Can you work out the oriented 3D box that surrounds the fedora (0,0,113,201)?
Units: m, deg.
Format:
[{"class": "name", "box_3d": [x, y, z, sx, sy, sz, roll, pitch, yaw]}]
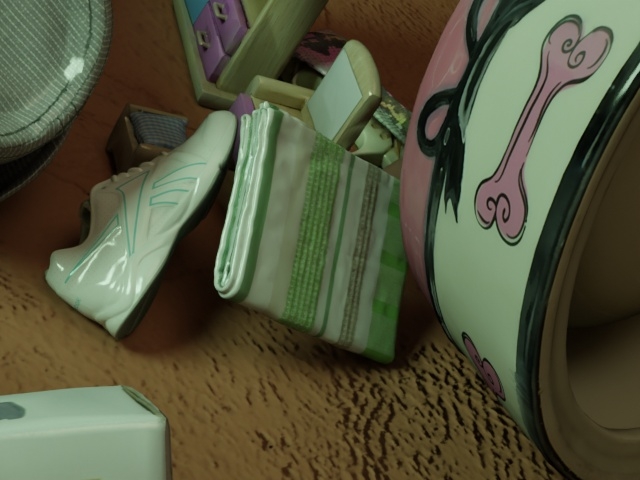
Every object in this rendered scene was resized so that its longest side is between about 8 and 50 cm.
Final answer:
[{"class": "fedora", "box_3d": [-0.201, -0.133, 0.734, 0.244, 0.124, 0.275, -45, 117, -29]}]

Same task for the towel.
[{"class": "towel", "box_3d": [0.000, 0.000, 0.878, 0.152, 0.023, 0.113, 28, 68, -48]}]

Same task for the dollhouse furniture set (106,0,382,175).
[{"class": "dollhouse furniture set", "box_3d": [-0.125, -0.191, 0.920, 0.303, 0.198, 0.286, 14, 39, -29]}]

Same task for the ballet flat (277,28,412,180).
[{"class": "ballet flat", "box_3d": [0.039, -0.057, 1.028, 0.079, 0.077, 0.221, -26, 61, -34]}]

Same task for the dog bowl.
[{"class": "dog bowl", "box_3d": [0.217, -0.059, 0.911, 0.408, 0.408, 0.150, -4, 31, -45]}]

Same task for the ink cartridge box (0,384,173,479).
[{"class": "ink cartridge box", "box_3d": [-0.217, 0.146, 0.396, 0.371, 0.176, 0.069, -5, 6, -19]}]

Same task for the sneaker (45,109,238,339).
[{"class": "sneaker", "box_3d": [-0.094, -0.021, 0.837, 0.061, 0.054, 0.152, 28, 58, 5]}]
